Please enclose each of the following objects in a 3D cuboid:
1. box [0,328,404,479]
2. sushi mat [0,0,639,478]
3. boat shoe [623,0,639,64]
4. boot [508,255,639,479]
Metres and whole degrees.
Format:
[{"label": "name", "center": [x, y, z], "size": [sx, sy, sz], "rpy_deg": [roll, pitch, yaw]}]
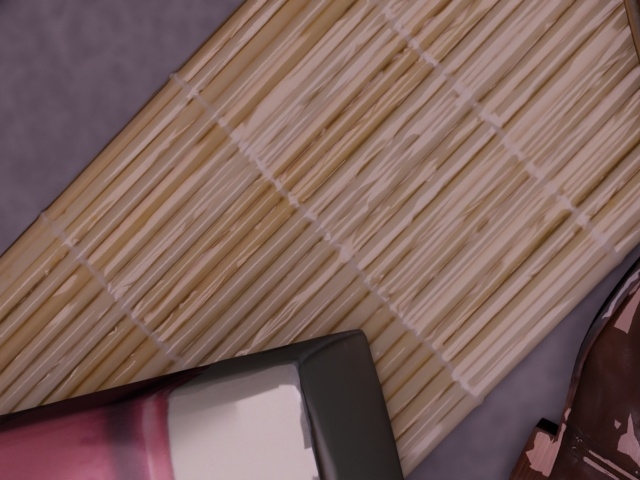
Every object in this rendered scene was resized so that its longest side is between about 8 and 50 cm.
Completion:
[{"label": "box", "center": [-0.089, 0.115, 0.585], "size": [0.232, 0.148, 0.127], "rpy_deg": [-15, 89, 8]}, {"label": "sushi mat", "center": [0.000, 0.000, 0.654], "size": [0.151, 0.019, 0.316], "rpy_deg": [45, 97, 4]}, {"label": "boat shoe", "center": [0.150, -0.070, 0.569], "size": [0.121, 0.110, 0.341], "rpy_deg": [-17, 111, 3]}, {"label": "boot", "center": [0.129, 0.066, 0.628], "size": [0.114, 0.037, 0.106], "rpy_deg": [28, 108, 10]}]
